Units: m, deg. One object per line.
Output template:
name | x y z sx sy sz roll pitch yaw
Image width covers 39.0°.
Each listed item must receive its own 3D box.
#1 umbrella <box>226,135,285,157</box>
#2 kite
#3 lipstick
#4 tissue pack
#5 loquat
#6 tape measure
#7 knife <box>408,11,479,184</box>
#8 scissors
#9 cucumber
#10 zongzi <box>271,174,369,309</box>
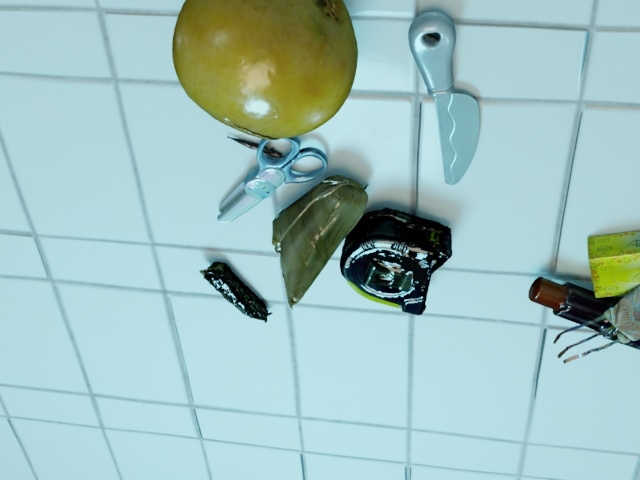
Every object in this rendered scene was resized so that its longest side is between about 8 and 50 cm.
umbrella | -0.102 -0.157 1.540 0.122 0.013 0.022 22 153 -9
kite | 0.510 0.145 1.562 0.229 0.016 0.127 -26 118 16
lipstick | 0.513 0.134 1.612 0.300 0.081 0.081 21 133 -6
tissue pack | 0.548 0.036 1.528 0.176 0.062 0.095 -7 130 20
loquat | -0.077 -0.264 1.272 0.263 0.263 0.263 7 133 7
tape measure | 0.124 0.038 1.600 0.186 0.112 0.199 17 132 1
knife | 0.204 -0.211 1.407 0.080 0.044 0.331 -11 135 13
scissors | -0.102 -0.100 1.573 0.125 0.030 0.256 28 136 -28
cucumber | -0.164 0.103 1.767 0.053 0.053 0.181 -25 123 31
zongzi | 0.000 0.000 1.535 0.099 0.197 0.194 27 131 -33
